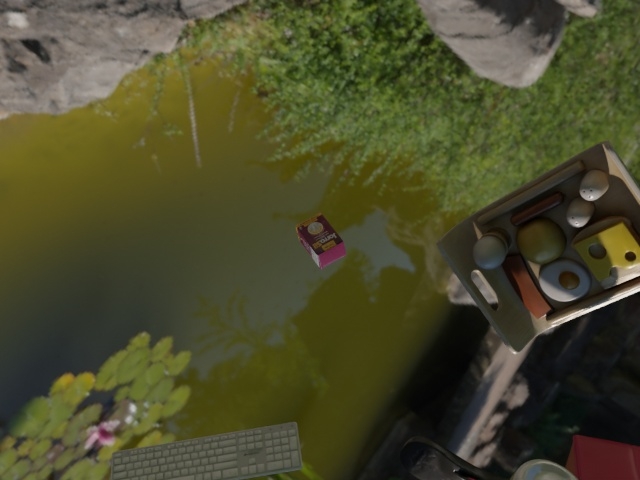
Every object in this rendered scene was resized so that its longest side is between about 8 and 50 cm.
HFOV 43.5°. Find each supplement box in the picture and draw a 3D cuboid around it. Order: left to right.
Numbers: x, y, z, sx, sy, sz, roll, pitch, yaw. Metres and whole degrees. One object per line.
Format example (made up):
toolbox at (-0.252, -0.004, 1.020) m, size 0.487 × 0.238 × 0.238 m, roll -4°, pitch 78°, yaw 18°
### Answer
supplement box at (0.000, 0.000, 1.408) m, size 0.055 × 0.083 × 0.043 m, roll -29°, pitch 143°, yaw -13°

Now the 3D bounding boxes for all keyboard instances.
keyboard at (-0.154, 0.296, 1.078) m, size 0.256 × 0.072 × 0.014 m, roll -9°, pitch 130°, yaw -2°

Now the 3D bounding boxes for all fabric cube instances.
fabric cube at (0.633, 0.601, 1.665) m, size 0.258 × 0.259 × 0.254 m, roll -70°, pitch 167°, yaw -59°

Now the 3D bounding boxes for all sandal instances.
sandal at (0.163, 0.273, 0.854) m, size 0.067 × 0.179 × 0.040 m, roll -66°, pitch 174°, yaw 31°

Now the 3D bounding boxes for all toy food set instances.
toy food set at (0.343, 0.023, 1.151) m, size 0.306 × 0.219 × 0.092 m, roll -32°, pitch -175°, yaw 40°

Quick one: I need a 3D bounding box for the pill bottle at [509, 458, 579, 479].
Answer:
pill bottle at (0.385, 0.550, 1.525) m, size 0.153 × 0.153 × 0.264 m, roll -29°, pitch 150°, yaw -45°
